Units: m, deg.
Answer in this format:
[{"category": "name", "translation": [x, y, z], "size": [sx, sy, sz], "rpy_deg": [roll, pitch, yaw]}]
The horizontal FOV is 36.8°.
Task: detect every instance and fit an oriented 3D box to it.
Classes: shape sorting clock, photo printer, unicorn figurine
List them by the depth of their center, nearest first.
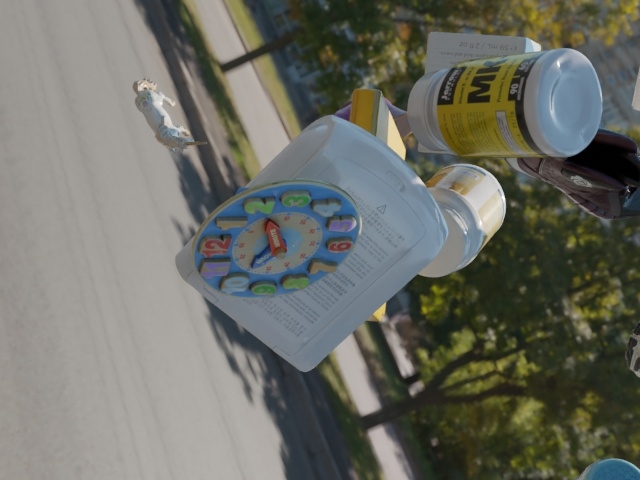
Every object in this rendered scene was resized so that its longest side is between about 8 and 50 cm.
[{"category": "shape sorting clock", "translation": [-0.050, 0.004, 1.132], "size": [0.206, 0.206, 0.040], "rpy_deg": [61, 10, -50]}, {"category": "photo printer", "translation": [0.000, 0.000, 1.287], "size": [0.256, 0.307, 0.107], "rpy_deg": [40, 13, -27]}, {"category": "unicorn figurine", "translation": [-0.229, -0.173, 1.426], "size": [0.162, 0.060, 0.111], "rpy_deg": [44, 7, 6]}]

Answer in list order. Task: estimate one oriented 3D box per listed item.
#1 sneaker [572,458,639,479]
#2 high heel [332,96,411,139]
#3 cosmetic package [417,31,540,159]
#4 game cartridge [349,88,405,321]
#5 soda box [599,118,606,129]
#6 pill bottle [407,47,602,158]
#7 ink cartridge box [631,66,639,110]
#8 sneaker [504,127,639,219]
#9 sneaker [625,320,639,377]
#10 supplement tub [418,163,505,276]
[{"category": "sneaker", "translation": [0.416, 0.471, 1.333], "size": [0.208, 0.127, 0.319], "rpy_deg": [123, -46, -64]}, {"category": "high heel", "translation": [0.018, -0.223, 2.121], "size": [0.181, 0.377, 0.127], "rpy_deg": [28, -49, 46]}, {"category": "cosmetic package", "translation": [0.248, -0.223, 1.498], "size": [0.151, 0.151, 0.183], "rpy_deg": [-17, 112, -68]}, {"category": "game cartridge", "translation": [0.079, -0.044, 1.563], "size": [0.285, 0.053, 0.323], "rpy_deg": [48, 50, -71]}, {"category": "soda box", "translation": [0.412, -0.158, 1.480], "size": [0.183, 0.058, 0.063], "rpy_deg": [61, 17, -15]}, {"category": "pill bottle", "translation": [0.206, -0.153, 1.112], "size": [0.208, 0.119, 0.119], "rpy_deg": [5, -54, 52]}, {"category": "ink cartridge box", "translation": [0.635, -0.250, 1.535], "size": [0.237, 0.100, 0.172], "rpy_deg": [21, -13, 18]}, {"category": "sneaker", "translation": [0.377, -0.079, 1.219], "size": [0.281, 0.106, 0.162], "rpy_deg": [15, 6, -28]}, {"category": "sneaker", "translation": [0.604, 0.113, 1.571], "size": [0.110, 0.275, 0.107], "rpy_deg": [26, 10, -25]}, {"category": "supplement tub", "translation": [0.210, -0.033, 1.577], "size": [0.200, 0.144, 0.144], "rpy_deg": [-38, 106, -56]}]
